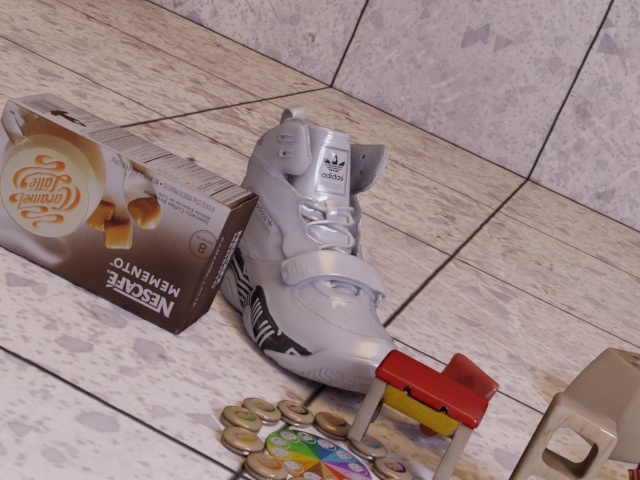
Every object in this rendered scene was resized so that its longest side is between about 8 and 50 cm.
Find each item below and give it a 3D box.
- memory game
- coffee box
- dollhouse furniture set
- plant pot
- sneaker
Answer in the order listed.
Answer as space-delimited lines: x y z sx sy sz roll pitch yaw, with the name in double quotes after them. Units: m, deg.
0.000 0.183 1.108 0.186 0.012 0.186 22 15 -6 "memory game"
-0.206 -0.030 1.286 0.246 0.141 0.098 27 15 8 "coffee box"
0.237 0.176 1.188 0.374 0.152 0.201 28 16 8 "dollhouse furniture set"
0.349 0.183 1.473 0.109 0.096 0.109 14 17 -32 "plant pot"
0.000 0.000 1.353 0.137 0.210 0.366 13 18 -33 "sneaker"
